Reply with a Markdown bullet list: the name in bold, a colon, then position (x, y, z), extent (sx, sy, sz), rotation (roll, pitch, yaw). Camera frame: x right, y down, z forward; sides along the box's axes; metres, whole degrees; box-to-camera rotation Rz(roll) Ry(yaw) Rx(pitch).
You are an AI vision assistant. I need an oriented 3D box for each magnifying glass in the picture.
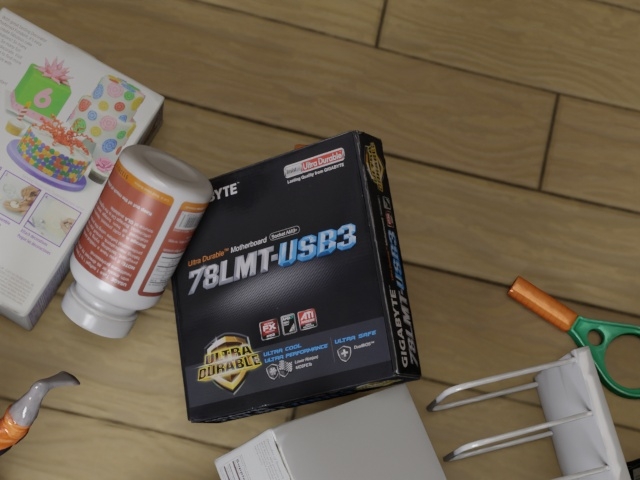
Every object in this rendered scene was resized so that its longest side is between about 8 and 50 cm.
- **magnifying glass**: position (0.343, 0.119, 1.793), extent (0.231, 0.026, 0.092), rotation (33, 74, 4)

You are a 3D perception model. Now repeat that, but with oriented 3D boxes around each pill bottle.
- **pill bottle**: position (-0.226, 0.004, 1.680), extent (0.121, 0.121, 0.216), rotation (30, 106, 3)

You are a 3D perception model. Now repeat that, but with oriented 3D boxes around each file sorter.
- **file sorter**: position (0.253, 0.294, 1.648), extent (0.173, 0.193, 0.277), rotation (-14, 77, -9)

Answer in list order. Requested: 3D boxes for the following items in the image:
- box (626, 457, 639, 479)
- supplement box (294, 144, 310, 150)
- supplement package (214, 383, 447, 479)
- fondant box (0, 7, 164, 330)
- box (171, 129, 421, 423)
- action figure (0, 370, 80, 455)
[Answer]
- **box**: position (0.513, 0.337, 1.689), extent (0.270, 0.143, 0.165), rotation (-2, 76, -7)
- **supplement box**: position (0.000, 0.000, 1.763), extent (0.078, 0.080, 0.233), rotation (1, 77, -3)
- **supplement package**: position (0.037, 0.327, 1.606), extent (0.204, 0.145, 0.262), rotation (-14, 76, -36)
- **fondant box**: position (-0.377, -0.089, 1.740), extent (0.238, 0.096, 0.330), rotation (29, 75, 3)
- **box**: position (-0.042, 0.049, 1.669), extent (0.295, 0.073, 0.293), rotation (-15, 76, 28)
- **action figure**: position (-0.484, 0.210, 1.596), extent (0.341, 0.178, 0.330), rotation (35, 89, 9)
